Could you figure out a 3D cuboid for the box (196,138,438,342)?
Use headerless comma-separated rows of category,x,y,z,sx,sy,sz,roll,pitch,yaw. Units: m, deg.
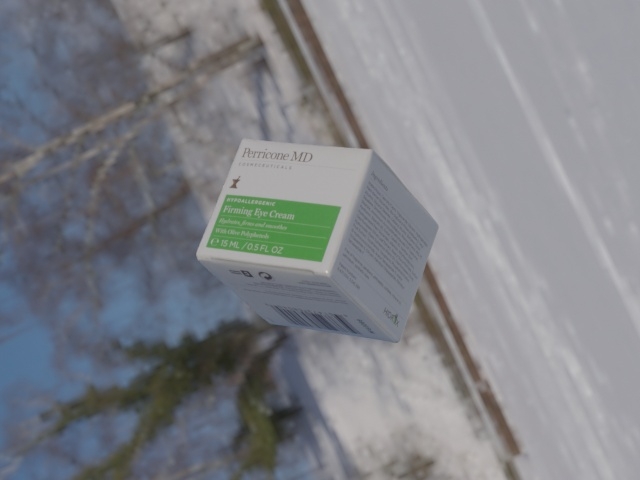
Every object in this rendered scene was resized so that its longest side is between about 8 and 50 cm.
box,0.000,0.000,1.027,0.102,0.101,0.087,46,-122,-50
